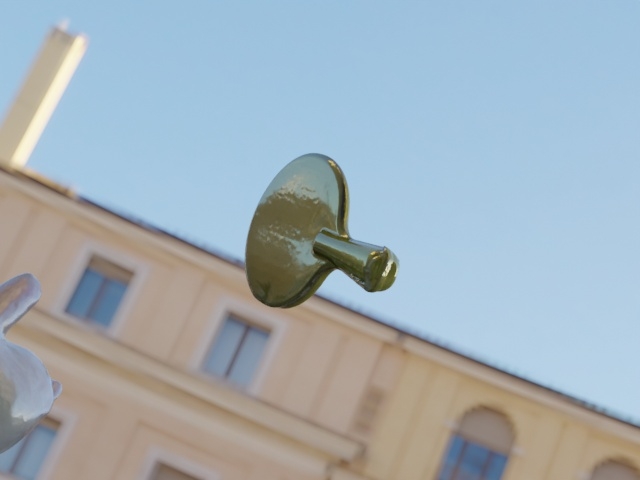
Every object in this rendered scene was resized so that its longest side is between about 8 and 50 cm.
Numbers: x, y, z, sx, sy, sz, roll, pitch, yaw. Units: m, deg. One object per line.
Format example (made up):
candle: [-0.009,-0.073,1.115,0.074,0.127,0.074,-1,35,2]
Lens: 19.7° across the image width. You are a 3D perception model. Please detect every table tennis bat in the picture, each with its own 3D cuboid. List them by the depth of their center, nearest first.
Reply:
table tennis bat: [0.000,0.000,2.501,0.054,0.224,0.369,19,2,-32]

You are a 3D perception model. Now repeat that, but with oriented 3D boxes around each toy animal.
toy animal: [-0.324,0.052,1.579,0.141,0.282,0.138,-16,5,14]
